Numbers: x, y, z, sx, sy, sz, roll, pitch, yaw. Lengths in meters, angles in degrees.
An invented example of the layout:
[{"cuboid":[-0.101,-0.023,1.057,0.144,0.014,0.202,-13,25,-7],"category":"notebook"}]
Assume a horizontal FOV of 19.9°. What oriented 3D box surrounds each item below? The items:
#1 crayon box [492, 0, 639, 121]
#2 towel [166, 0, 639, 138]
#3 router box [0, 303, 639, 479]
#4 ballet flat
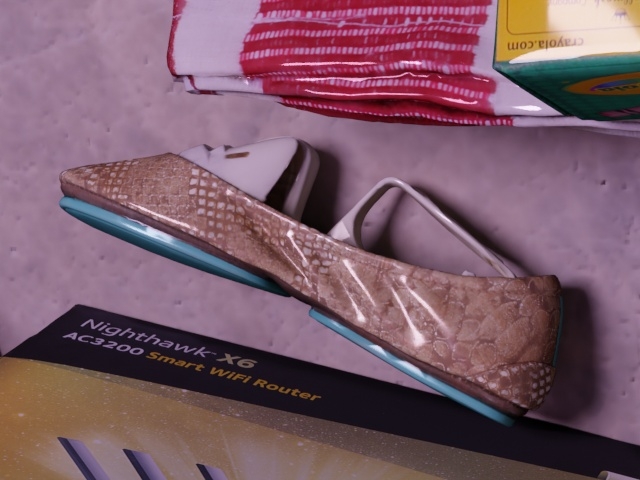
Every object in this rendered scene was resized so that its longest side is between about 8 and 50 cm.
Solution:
[{"cuboid":[0.187,-0.121,0.458,0.278,0.081,0.165,0,83,24],"category":"crayon box"},{"cuboid":[0.111,-0.147,0.560,0.329,0.037,0.237,7,86,24],"category":"towel"},{"cuboid":[-0.007,0.129,0.637,0.309,0.243,0.081,13,111,16],"category":"router box"},{"cuboid":[0.000,0.000,0.700,0.206,0.073,0.067,25,87,9],"category":"ballet flat"}]
